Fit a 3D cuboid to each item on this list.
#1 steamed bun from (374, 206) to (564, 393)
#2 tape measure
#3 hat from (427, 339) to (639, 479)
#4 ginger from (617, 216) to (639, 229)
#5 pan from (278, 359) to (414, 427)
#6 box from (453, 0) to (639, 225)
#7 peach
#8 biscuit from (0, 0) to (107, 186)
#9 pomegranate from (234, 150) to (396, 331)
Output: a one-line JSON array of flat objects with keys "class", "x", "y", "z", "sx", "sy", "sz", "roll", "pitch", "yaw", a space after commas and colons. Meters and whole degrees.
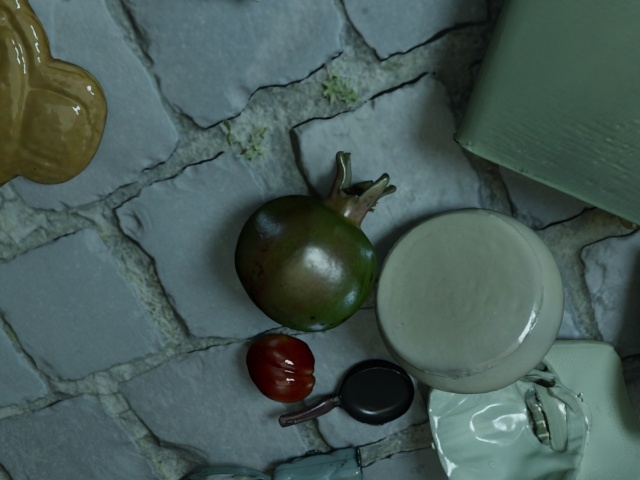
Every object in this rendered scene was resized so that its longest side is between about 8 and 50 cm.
[{"class": "steamed bun", "x": 0.189, "y": 0.080, "z": 0.784, "sx": 0.232, "sy": 0.232, "sz": 0.145, "roll": -31, "pitch": 148, "yaw": 15}, {"class": "tape measure", "x": -0.083, "y": 0.429, "z": 1.017, "sx": 0.330, "sy": 0.084, "sz": 0.164, "roll": -13, "pitch": 110, "yaw": 6}, {"class": "hat", "x": 0.321, "y": 0.258, "z": 0.901, "sx": 0.301, "sy": 0.168, "sz": 0.258, "roll": -6, "pitch": 77, "yaw": -19}, {"class": "ginger", "x": 0.505, "y": -0.084, "z": 0.769, "sx": 0.258, "sy": 0.065, "sz": 0.149, "roll": 1, "pitch": 113, "yaw": 3}, {"class": "pan", "x": 0.038, "y": 0.244, "z": 0.947, "sx": 0.212, "sy": 0.040, "sz": 0.115, "roll": -15, "pitch": 115, "yaw": 1}, {"class": "box", "x": 0.350, "y": -0.199, "z": 0.597, "sx": 0.352, "sy": 0.177, "sz": 0.344, "roll": 27, "pitch": 119, "yaw": 17}, {"class": "peach", "x": -0.058, "y": 0.184, "z": 0.894, "sx": 0.100, "sy": 0.101, "sz": 0.101, "roll": 1, "pitch": 116, "yaw": 1}, {"class": "biscuit", "x": -0.447, "y": -0.194, "z": 0.747, "sx": 0.376, "sy": 0.051, "sz": 0.269, "roll": 20, "pitch": 113, "yaw": -8}, {"class": "pomegranate", "x": 0.000, "y": 0.000, "z": 0.768, "sx": 0.181, "sy": 0.181, "sz": 0.224, "roll": 30, "pitch": 97, "yaw": -12}]
